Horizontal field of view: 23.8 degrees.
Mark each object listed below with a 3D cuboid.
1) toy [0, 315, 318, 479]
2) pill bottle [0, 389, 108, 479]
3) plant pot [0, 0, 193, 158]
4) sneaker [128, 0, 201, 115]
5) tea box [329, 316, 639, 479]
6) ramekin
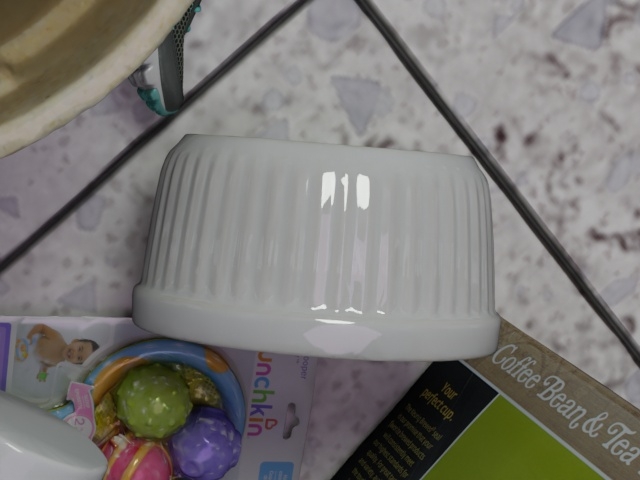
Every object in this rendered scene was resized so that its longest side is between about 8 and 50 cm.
[{"bbox_3d":[-0.115,0.117,0.913,0.237,0.056,0.137,4,110,-16],"label":"toy"},{"bbox_3d":[-0.214,0.207,0.819,0.136,0.136,0.246,26,93,-21],"label":"pill bottle"},{"bbox_3d":[-0.221,-0.211,0.668,0.333,0.305,0.334,-4,104,-16],"label":"plant pot"},{"bbox_3d":[-0.081,-0.154,0.858,0.076,0.065,0.167,-9,107,-19],"label":"sneaker"},{"bbox_3d":[0.121,0.257,0.877,0.220,0.329,0.323,41,90,-21],"label":"tea box"},{"bbox_3d":[0.000,0.000,0.849,0.207,0.207,0.109,4,92,-18],"label":"ramekin"}]
